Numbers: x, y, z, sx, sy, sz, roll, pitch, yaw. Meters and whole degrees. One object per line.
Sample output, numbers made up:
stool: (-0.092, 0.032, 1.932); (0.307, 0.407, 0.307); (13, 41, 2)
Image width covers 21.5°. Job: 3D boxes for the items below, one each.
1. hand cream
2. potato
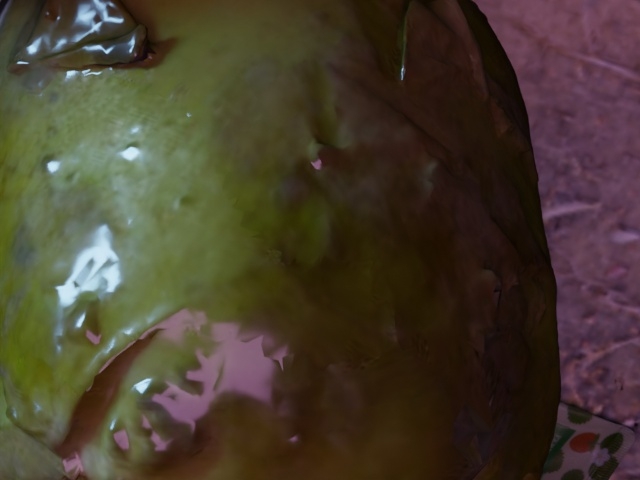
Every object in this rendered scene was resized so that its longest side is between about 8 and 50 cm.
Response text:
hand cream: (0.075, 0.085, 0.812); (0.165, 0.037, 0.057); (26, 107, -19)
potato: (0.000, 0.000, 0.634); (0.246, 0.196, 0.300); (11, 91, -45)
